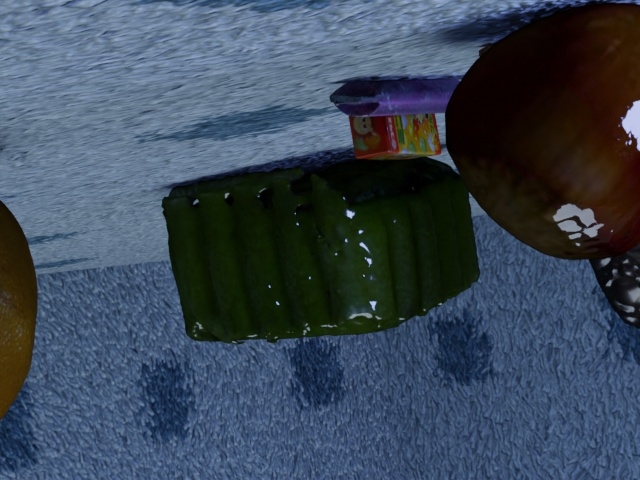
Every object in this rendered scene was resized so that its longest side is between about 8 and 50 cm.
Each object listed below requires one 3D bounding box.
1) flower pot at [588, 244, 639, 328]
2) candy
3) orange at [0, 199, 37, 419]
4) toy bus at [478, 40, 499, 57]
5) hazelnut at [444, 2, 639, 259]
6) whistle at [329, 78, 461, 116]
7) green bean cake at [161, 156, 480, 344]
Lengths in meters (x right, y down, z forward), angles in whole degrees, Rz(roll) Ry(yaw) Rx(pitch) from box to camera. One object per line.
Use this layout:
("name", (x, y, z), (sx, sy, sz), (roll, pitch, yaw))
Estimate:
("flower pot", (0.446, -0.051, 2.032), (0.267, 0.266, 0.266), (-12, 176, 28))
("candy", (0.068, -0.106, 1.700), (0.038, 0.062, 0.122), (-11, 177, 26))
("orange", (-0.358, 0.060, 1.607), (0.264, 0.264, 0.264), (-9, 177, 0))
("toy bus", (0.183, -0.150, 1.525), (0.110, 0.031, 0.043), (-7, 170, -30))
("hazelnut", (0.203, -0.091, 1.413), (0.208, 0.208, 0.208), (-9, 177, 0))
("whistle", (0.078, -0.126, 1.640), (0.033, 0.033, 0.176), (-12, 176, 43))
("green bean cake", (0.000, 0.000, 2.356), (0.335, 0.218, 0.319), (-4, -172, 30))
